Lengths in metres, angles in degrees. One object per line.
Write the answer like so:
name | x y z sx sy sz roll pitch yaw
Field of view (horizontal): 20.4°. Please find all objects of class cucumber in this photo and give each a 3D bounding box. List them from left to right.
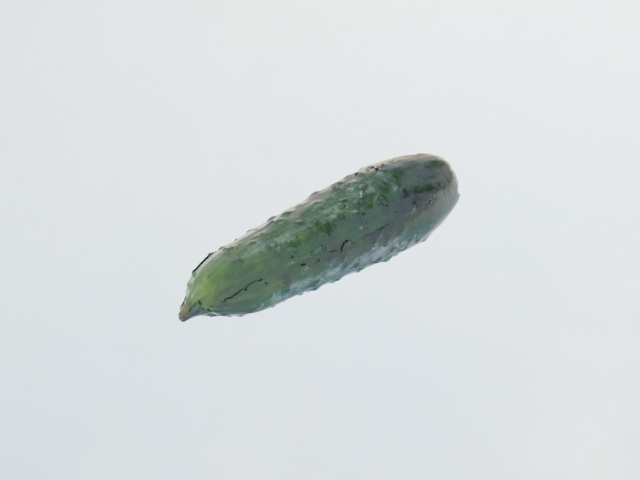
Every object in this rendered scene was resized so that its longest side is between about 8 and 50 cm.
cucumber | 0.000 0.000 1.178 0.227 0.069 0.069 -26 -136 -27
